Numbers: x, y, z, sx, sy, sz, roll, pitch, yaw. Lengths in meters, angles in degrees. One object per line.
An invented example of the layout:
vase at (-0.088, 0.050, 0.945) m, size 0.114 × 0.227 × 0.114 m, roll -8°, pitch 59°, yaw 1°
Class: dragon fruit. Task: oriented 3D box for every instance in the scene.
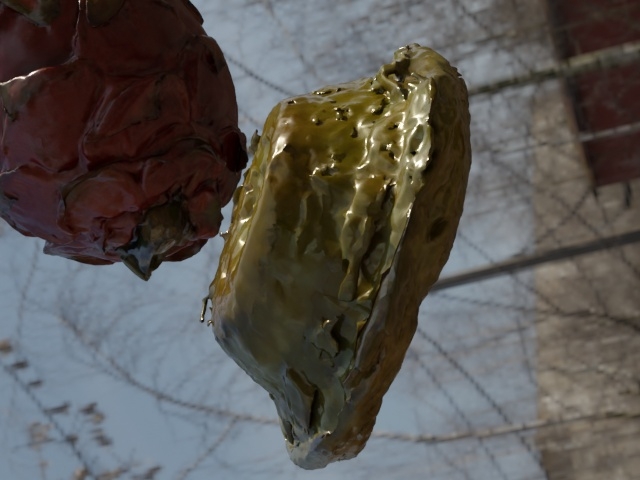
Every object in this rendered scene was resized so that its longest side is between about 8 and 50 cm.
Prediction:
dragon fruit at (-0.213, -0.124, 1.235) m, size 0.342 × 0.277 × 0.277 m, roll 61°, pitch -169°, yaw 13°

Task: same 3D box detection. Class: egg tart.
egg tart at (0.000, 0.000, 0.836) m, size 0.295 × 0.116 × 0.294 m, roll -161°, pitch 90°, yaw -80°
